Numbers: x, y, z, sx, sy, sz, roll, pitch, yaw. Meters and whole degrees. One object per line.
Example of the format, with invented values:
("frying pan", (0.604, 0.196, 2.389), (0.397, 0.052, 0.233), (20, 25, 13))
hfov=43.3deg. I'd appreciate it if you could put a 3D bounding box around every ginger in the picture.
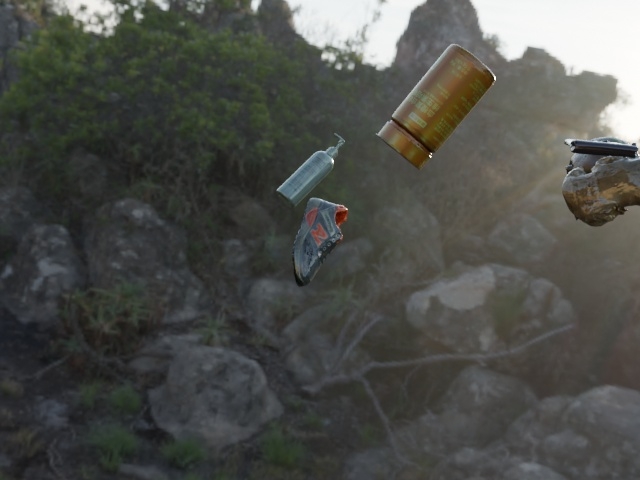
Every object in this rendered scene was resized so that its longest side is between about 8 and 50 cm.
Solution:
("ginger", (0.570, -0.101, 1.519), (0.213, 0.137, 0.074), (-9, -14, 30))

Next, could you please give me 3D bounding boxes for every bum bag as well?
("bum bag", (0.487, -0.167, 1.410), (0.109, 0.026, 0.159), (5, 13, 9))

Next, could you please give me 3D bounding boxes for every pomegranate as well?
("pomegranate", (0.601, -0.124, 1.644), (0.205, 0.159, 0.159), (23, 9, 13))

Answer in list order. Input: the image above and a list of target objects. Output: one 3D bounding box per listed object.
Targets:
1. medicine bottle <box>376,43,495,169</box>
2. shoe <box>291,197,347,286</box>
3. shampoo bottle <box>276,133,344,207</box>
("medicine bottle", (0.187, -0.216, 1.310), (0.096, 0.192, 0.096), (40, 8, -6))
("shoe", (0.000, 0.001, 1.526), (0.077, 0.194, 0.074), (4, -36, 15))
("shampoo bottle", (-0.013, -0.155, 1.773), (0.056, 0.195, 0.056), (42, -15, 13))
